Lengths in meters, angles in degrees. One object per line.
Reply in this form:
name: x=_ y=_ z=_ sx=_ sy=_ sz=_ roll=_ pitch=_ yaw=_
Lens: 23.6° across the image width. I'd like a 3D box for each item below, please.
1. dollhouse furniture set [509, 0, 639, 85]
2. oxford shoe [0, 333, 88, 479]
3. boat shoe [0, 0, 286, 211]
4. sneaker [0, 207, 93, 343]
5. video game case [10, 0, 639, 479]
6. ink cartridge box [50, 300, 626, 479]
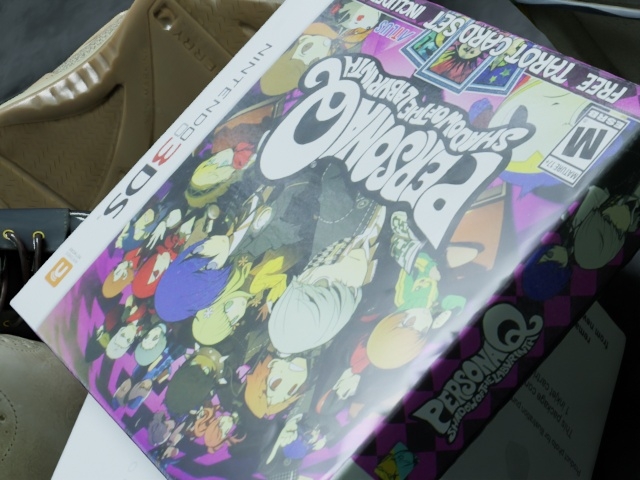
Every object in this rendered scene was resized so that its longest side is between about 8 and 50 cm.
dollhouse furniture set: x=0.210 y=-0.119 z=0.563 sx=0.302 sy=0.197 sz=0.151 roll=21 pitch=73 yaw=49
oxford shoe: x=-0.266 y=0.119 z=0.826 sx=0.397 sy=0.146 sz=0.140 roll=-20 pitch=45 yaw=29
boat shoe: x=-0.104 y=-0.064 z=0.887 sx=0.341 sy=0.121 sz=0.110 roll=-38 pitch=3 yaw=22
sneaker: x=-0.164 y=0.025 z=0.798 sx=0.222 sy=0.118 sz=0.083 roll=4 pitch=95 yaw=19
video game case: x=0.000 y=0.000 z=0.592 sx=0.210 sy=0.042 sz=0.232 roll=-48 pitch=37 yaw=-5
ink cartridge box: x=-0.014 y=0.129 z=0.613 sx=0.197 sy=0.114 sz=0.272 roll=-5 pitch=52 yaw=39
